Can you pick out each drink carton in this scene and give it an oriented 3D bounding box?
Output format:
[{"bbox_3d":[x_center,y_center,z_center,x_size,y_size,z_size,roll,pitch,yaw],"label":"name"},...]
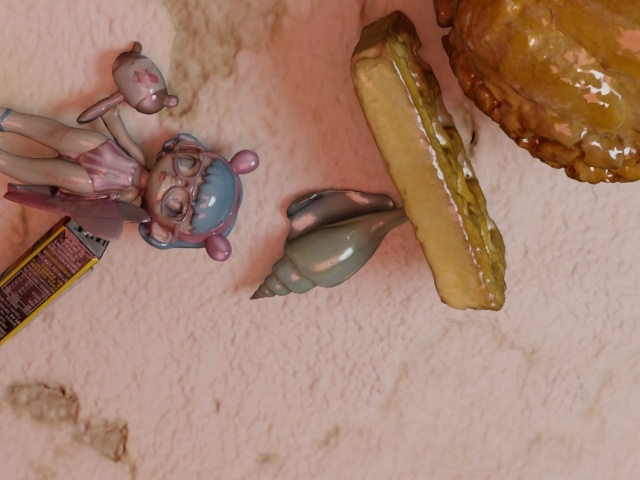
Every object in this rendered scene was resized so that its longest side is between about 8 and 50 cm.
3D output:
[{"bbox_3d":[-0.284,0.045,1.539,0.166,0.071,0.056,-41,99,13],"label":"drink carton"}]

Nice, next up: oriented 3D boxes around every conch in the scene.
[{"bbox_3d":[0.003,0.005,1.532,0.180,0.088,0.065,-32,147,3],"label":"conch"}]

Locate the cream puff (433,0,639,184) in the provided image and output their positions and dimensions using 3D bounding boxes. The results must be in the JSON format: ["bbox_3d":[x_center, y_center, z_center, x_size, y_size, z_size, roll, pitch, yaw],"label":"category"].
[{"bbox_3d":[0.268,-0.198,1.363,0.327,0.343,0.231,28,146,13],"label":"cream puff"}]

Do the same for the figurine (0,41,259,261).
[{"bbox_3d":[-0.190,-0.082,1.497,0.260,0.103,0.205,15,70,-1],"label":"figurine"}]

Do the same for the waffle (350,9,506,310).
[{"bbox_3d":[0.099,-0.072,1.448,0.057,0.168,0.274,-20,107,13],"label":"waffle"}]
